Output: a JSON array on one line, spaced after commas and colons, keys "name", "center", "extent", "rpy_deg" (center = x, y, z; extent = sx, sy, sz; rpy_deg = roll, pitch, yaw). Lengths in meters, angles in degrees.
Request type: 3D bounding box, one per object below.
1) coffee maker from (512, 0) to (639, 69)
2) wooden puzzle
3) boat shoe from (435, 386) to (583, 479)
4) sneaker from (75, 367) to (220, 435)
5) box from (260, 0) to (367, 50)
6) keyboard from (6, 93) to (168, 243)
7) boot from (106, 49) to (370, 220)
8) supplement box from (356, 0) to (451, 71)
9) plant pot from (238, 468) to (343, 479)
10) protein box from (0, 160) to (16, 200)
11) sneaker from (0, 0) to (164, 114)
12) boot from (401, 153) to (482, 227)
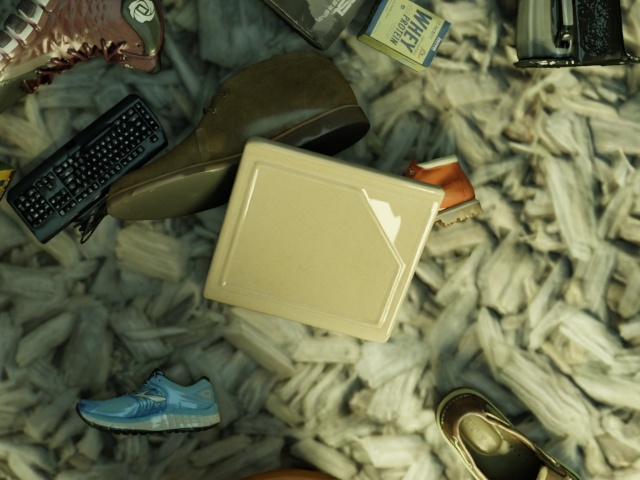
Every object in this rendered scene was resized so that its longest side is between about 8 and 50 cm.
[{"name": "coffee maker", "center": [0.296, -0.286, 1.554], "extent": [0.171, 0.120, 0.178], "rpy_deg": [-5, 96, -28]}, {"name": "wooden puzzle", "center": [0.000, 0.000, 1.524], "extent": [0.220, 0.044, 0.239], "rpy_deg": [15, 127, -6]}, {"name": "boat shoe", "center": [0.234, 0.279, 1.587], "extent": [0.257, 0.095, 0.095], "rpy_deg": [40, 90, -7]}, {"name": "sneaker", "center": [-0.197, 0.183, 1.570], "extent": [0.162, 0.063, 0.073], "rpy_deg": [-1, 77, -9]}, {"name": "box", "center": [0.005, -0.401, 1.502], "extent": [0.242, 0.076, 0.307], "rpy_deg": [40, 90, -20]}, {"name": "keyboard", "center": [-0.253, -0.072, 1.548], "extent": [0.192, 0.038, 0.100], "rpy_deg": [-40, 97, 0]}, {"name": "boot", "center": [-0.106, -0.114, 1.540], "extent": [0.305, 0.112, 0.115], "rpy_deg": [-23, 76, -7]}, {"name": "supplement box", "center": [0.092, -0.234, 1.543], "extent": [0.083, 0.083, 0.056], "rpy_deg": [27, 91, -7]}, {"name": "plant pot", "center": [-0.039, 0.379, 1.517], "extent": [0.290, 0.203, 0.291], "rpy_deg": [0, 95, -5]}, {"name": "protein box", "center": [-0.451, -0.061, 1.448], "extent": [0.199, 0.201, 0.136], "rpy_deg": [28, 91, -6]}, {"name": "sneaker", "center": [-0.264, -0.203, 1.506], "extent": [0.162, 0.106, 0.281], "rpy_deg": [36, 90, -10]}, {"name": "boot", "center": [0.098, -0.045, 1.576], "extent": [0.157, 0.059, 0.085], "rpy_deg": [-19, 88, -8]}]
